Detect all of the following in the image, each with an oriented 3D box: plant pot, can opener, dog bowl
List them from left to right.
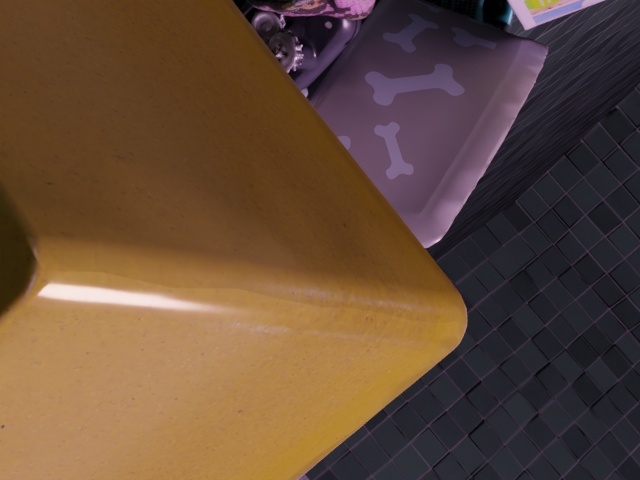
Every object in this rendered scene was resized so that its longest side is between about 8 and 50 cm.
[{"bbox_3d":[-0.120,0.008,0.538,0.212,0.212,0.187,-42,160,15],"label":"plant pot"},{"bbox_3d":[-0.043,-0.080,0.917,0.186,0.059,0.073,-45,173,30],"label":"can opener"},{"bbox_3d":[0.000,0.000,1.040,0.349,0.102,0.349,-56,-178,3],"label":"dog bowl"}]

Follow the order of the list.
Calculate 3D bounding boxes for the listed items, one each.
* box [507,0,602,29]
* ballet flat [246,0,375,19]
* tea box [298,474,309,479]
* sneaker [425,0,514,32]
[{"bbox_3d":[0.134,-0.187,0.887,0.114,0.103,0.203,-20,177,11],"label":"box"},{"bbox_3d":[-0.002,-0.145,0.722,0.079,0.077,0.221,-19,169,-11],"label":"ballet flat"},{"bbox_3d":[-0.167,0.262,1.311,0.323,0.329,0.220,-40,174,4],"label":"tea box"},{"bbox_3d":[0.088,-0.152,1.098,0.065,0.076,0.166,-36,172,-27],"label":"sneaker"}]
